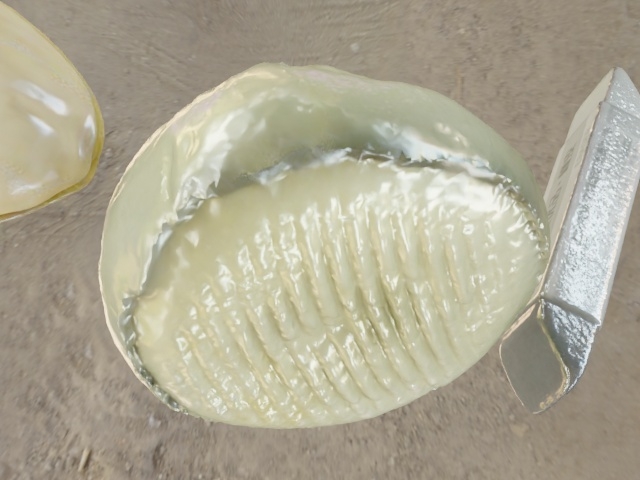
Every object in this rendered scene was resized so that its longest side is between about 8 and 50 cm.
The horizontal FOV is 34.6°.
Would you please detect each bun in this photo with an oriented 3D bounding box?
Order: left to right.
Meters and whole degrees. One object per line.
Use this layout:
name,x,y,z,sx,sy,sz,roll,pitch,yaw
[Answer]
bun,0.000,0.000,0.644,0.287,0.146,0.287,-9,138,-8

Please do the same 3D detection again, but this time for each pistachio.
pistachio,-0.222,-0.081,0.575,0.200,0.117,0.145,9,85,2

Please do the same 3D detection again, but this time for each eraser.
eraser,0.227,-0.010,0.902,0.061,0.089,0.352,29,54,-3
